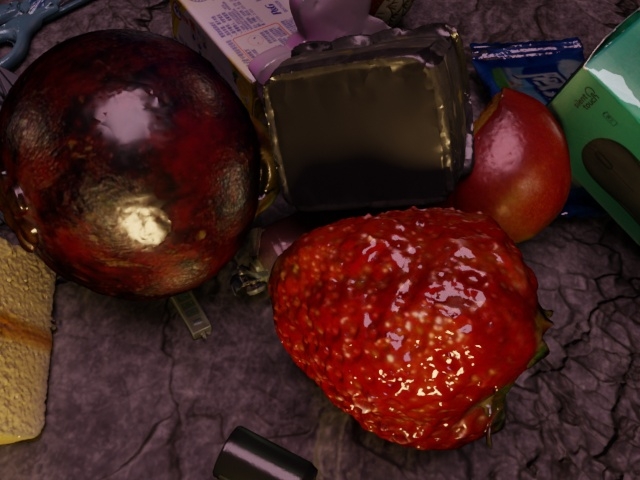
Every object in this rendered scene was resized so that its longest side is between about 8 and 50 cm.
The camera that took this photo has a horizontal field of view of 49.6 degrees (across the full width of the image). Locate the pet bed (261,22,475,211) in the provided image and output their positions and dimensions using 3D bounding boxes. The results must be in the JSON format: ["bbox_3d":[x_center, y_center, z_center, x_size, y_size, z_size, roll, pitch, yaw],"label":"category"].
[{"bbox_3d":[0.059,-0.140,0.780,0.211,0.183,0.159,-4,23,22],"label":"pet bed"}]

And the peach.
[{"bbox_3d":[0.215,-0.089,0.876,0.190,0.190,0.192,-15,94,-13],"label":"peach"}]

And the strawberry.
[{"bbox_3d":[0.080,0.075,0.717,0.277,0.257,0.257,19,56,-2],"label":"strawberry"}]

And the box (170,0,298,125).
[{"bbox_3d":[-0.104,-0.311,1.072,0.168,0.097,0.265,-29,61,-21],"label":"box"}]

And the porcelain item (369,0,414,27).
[{"bbox_3d":[0.066,-0.460,1.089,0.253,0.253,0.253,2,55,-2],"label":"porcelain item"}]

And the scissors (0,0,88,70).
[{"bbox_3d":[-0.467,-0.373,1.132,0.393,0.032,0.180,-37,66,-25],"label":"scissors"}]

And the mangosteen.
[{"bbox_3d":[-0.189,-0.097,0.805,0.359,0.306,0.306,-31,62,-34],"label":"mangosteen"}]

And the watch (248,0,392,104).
[{"bbox_3d":[0.072,-0.207,0.924,0.248,0.211,0.217,7,31,-51],"label":"watch"}]

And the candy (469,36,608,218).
[{"bbox_3d":[0.345,-0.174,1.019,0.187,0.077,0.331,-6,60,-5],"label":"candy"}]

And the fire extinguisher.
[{"bbox_3d":[0.000,0.000,0.860,0.269,0.105,0.105,-25,60,-20],"label":"fire extinguisher"}]

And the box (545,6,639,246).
[{"bbox_3d":[0.421,-0.098,0.842,0.118,0.205,0.311,-39,82,-11],"label":"box"}]

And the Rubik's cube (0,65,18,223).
[{"bbox_3d":[-0.463,-0.137,0.906,0.233,0.229,0.228,4,3,42],"label":"Rubik's cube"}]

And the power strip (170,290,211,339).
[{"bbox_3d":[-0.157,0.087,0.844,0.027,0.017,0.083,-27,60,-18],"label":"power strip"}]

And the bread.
[{"bbox_3d":[-0.417,0.130,0.793,0.178,0.135,0.240,-25,54,21],"label":"bread"}]

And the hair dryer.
[{"bbox_3d":[-0.089,0.295,0.692,0.100,0.057,0.198,25,66,14],"label":"hair dryer"}]
